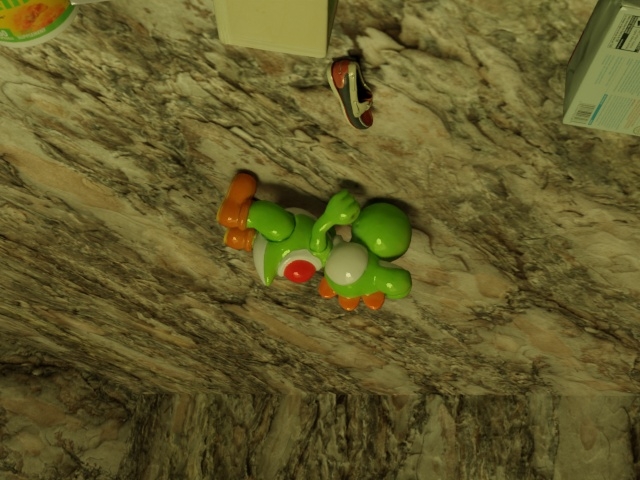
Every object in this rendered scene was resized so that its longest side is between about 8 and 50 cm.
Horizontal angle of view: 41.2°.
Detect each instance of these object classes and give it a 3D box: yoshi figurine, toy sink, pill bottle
[{"bbox_3d":[0.011,-0.020,1.535,0.362,0.203,0.203,22,116,10],"label":"yoshi figurine"},{"bbox_3d":[-0.034,-0.322,0.860,0.131,0.152,0.234,9,154,4],"label":"toy sink"},{"bbox_3d":[-0.379,-0.347,0.968,0.136,0.136,0.245,7,155,10],"label":"pill bottle"}]

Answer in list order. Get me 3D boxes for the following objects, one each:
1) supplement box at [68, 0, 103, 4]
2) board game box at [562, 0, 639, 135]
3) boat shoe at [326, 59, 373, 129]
[{"bbox_3d":[-0.187,-0.344,0.762,0.130,0.073,0.239,-12,118,-18],"label":"supplement box"},{"bbox_3d":[0.459,-0.204,0.970,0.303,0.097,0.224,11,157,3],"label":"board game box"},{"bbox_3d":[0.052,-0.204,1.206,0.043,0.049,0.137,-3,148,23],"label":"boat shoe"}]
